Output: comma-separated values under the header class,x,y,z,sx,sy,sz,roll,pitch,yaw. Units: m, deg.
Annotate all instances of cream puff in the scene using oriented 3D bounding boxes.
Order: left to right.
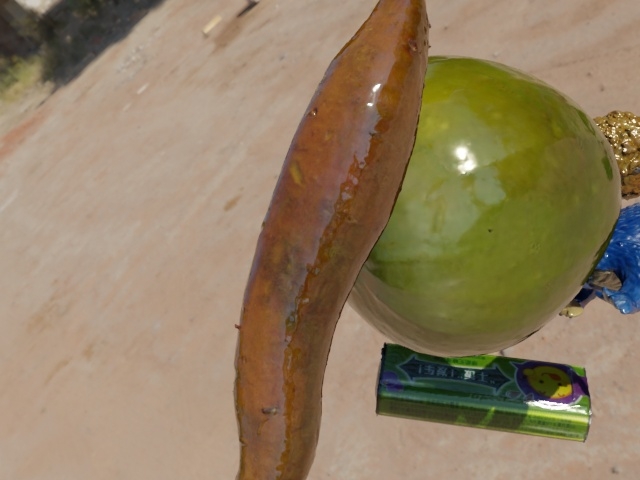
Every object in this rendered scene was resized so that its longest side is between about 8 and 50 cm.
class,x,y,z,sx,sy,sz,roll,pitch,yaw
cream puff,0.508,-0.144,1.298,0.115,0.165,0.150,-145,59,-85

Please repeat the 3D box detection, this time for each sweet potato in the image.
class,x,y,z,sx,sy,sz,roll,pitch,yaw
sweet potato,-0.001,0.000,0.345,0.057,0.057,0.264,13,83,60

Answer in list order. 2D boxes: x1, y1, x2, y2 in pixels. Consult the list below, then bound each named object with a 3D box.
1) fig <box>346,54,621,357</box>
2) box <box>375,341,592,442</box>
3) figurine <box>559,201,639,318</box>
class,x,y,z,sx,sy,sz,roll,pitch,yaw
fig,0.149,-0.041,0.759,0.316,0.316,0.316,-33,27,19
box,0.266,0.255,1.297,0.346,0.097,0.134,6,36,7
figurine,0.355,0.021,0.915,0.262,0.120,0.164,-11,-1,-29
